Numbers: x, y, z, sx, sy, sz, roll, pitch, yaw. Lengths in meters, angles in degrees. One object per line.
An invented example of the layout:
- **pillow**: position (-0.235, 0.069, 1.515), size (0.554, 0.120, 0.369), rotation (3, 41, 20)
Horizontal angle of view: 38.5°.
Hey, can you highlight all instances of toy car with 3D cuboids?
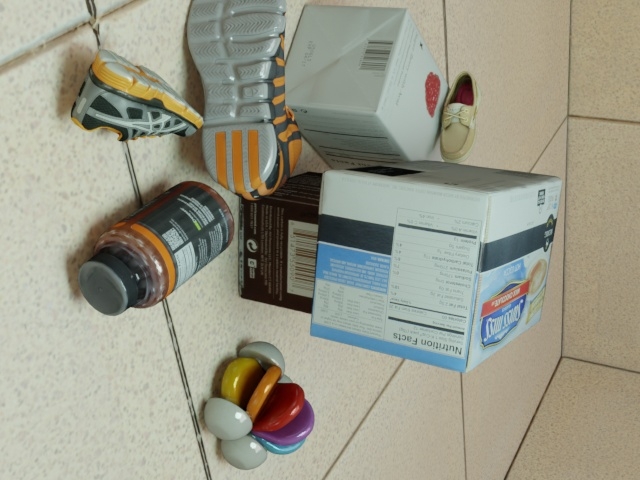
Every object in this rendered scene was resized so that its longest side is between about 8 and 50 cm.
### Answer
- **toy car**: position (-0.075, 0.251, 1.358), size (0.159, 0.136, 0.182), rotation (-59, 146, -36)

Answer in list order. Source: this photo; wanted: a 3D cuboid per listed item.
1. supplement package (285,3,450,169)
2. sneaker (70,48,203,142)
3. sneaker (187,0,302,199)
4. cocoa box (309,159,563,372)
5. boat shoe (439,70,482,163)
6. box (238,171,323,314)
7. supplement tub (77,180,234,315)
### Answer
- **supplement package**: position (0.083, -0.220, 1.456), size (0.293, 0.175, 0.177), rotation (41, 62, -60)
- **sneaker**: position (-0.209, -0.150, 1.042), size (0.083, 0.084, 0.215), rotation (-51, 160, 8)
- **sneaker**: position (-0.093, -0.210, 1.210), size (0.180, 0.125, 0.320), rotation (19, 74, -79)
- **cocoa box**: position (0.169, 0.018, 1.271), size (0.347, 0.232, 0.227), rotation (-13, 111, -61)
- **boat shoe**: position (0.221, -0.202, 1.475), size (0.059, 0.063, 0.170), rotation (60, 36, -49)
- **box**: position (0.000, 0.000, 1.382), size (0.203, 0.167, 0.168), rotation (-25, 120, -58)
- **supplement tub**: position (-0.195, 0.011, 1.081), size (0.198, 0.106, 0.106), rotation (-41, 134, -50)
